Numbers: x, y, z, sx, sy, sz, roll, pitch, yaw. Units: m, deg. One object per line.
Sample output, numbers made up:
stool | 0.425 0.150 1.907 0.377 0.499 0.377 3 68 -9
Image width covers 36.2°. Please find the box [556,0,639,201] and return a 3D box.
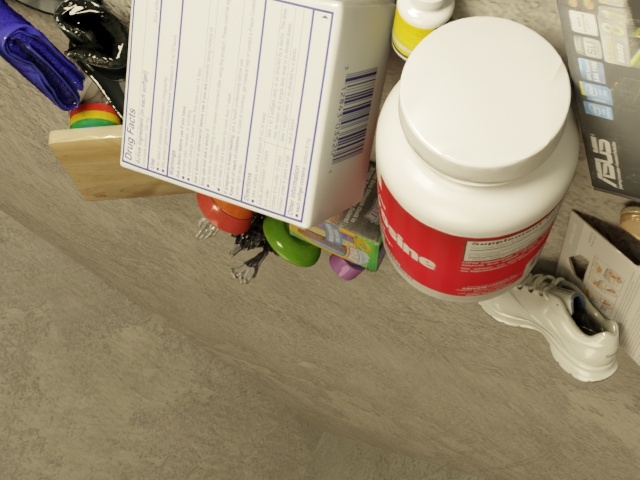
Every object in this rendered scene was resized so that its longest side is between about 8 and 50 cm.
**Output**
box | 0.410 -0.144 0.944 0.318 0.097 0.395 20 161 29

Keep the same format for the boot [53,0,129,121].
boot | -0.298 -0.250 1.488 0.246 0.094 0.207 45 174 -6

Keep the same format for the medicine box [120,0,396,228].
medicine box | -0.084 -0.191 1.193 0.289 0.263 0.149 19 -156 24

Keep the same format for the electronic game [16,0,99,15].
electronic game | -0.441 -0.405 1.468 0.229 0.048 0.229 22 167 5

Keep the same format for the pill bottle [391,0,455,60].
pill bottle | 0.116 -0.254 1.097 0.065 0.065 0.116 24 161 8

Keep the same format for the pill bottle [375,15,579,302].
pill bottle | 0.181 -0.084 1.173 0.229 0.229 0.407 23 164 12

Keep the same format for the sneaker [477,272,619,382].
sneaker | 0.371 0.099 1.603 0.297 0.111 0.129 35 147 25

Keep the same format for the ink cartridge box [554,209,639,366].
ink cartridge box | 0.483 0.085 1.494 0.261 0.066 0.296 47 169 23

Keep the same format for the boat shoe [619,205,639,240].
boat shoe | 0.476 0.011 1.315 0.170 0.059 0.063 27 161 1

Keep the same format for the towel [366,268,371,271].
towel | 0.000 0.000 1.981 0.237 0.021 0.102 23 160 12

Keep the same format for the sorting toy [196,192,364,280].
sorting toy | -0.041 -0.045 1.785 0.366 0.127 0.126 26 125 -27

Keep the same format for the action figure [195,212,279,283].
action figure | -0.167 -0.010 1.981 0.164 0.141 0.275 43 169 6

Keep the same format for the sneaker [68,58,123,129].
sneaker | -0.383 -0.270 1.723 0.115 0.105 0.281 1 165 -16

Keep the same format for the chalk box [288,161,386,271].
chalk box | 0.068 -0.044 1.604 0.213 0.132 0.132 25 161 9

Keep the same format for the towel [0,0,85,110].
towel | -0.508 -0.349 1.526 0.308 0.076 0.227 40 173 22

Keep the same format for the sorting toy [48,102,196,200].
sorting toy | -0.318 -0.167 1.731 0.257 0.089 0.255 -4 160 0
